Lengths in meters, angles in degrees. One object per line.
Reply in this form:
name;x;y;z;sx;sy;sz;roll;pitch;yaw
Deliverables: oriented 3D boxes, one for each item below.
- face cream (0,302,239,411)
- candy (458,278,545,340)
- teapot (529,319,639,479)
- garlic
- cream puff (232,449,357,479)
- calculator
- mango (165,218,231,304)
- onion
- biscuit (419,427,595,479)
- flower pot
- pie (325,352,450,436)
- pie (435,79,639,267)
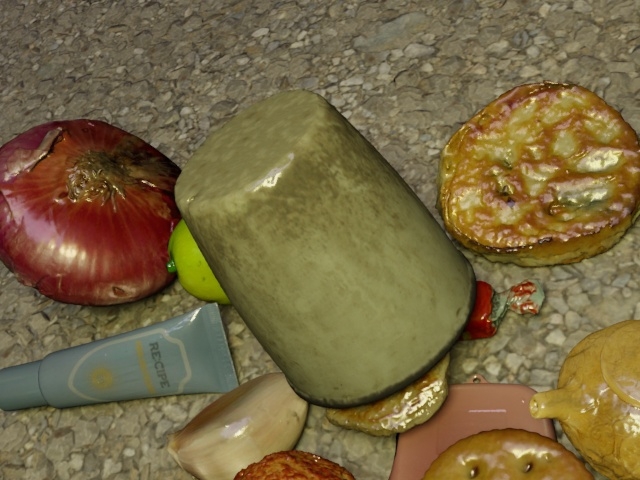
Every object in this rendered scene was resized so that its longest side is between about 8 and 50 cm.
face cream;-0.314;0.194;1.344;0.385;0.086;0.135;-12;97;15
candy;0.164;0.101;1.238;0.292;0.059;0.086;-9;55;17
teapot;0.387;0.164;1.015;0.311;0.167;0.203;-14;47;-4
garlic;-0.081;0.240;1.227;0.266;0.128;0.148;-30;61;-14
cream puff;-0.004;0.352;1.025;0.164;0.240;0.240;-14;48;-15
calculator;0.183;0.307;1.088;0.220;0.048;0.330;-6;51;20
mango;-0.075;-0.028;1.364;0.192;0.156;0.343;35;60;28
onion;-0.377;-0.023;1.442;0.347;0.285;0.347;17;42;-15
biscuit;0.211;0.316;0.993;0.220;0.066;0.220;-12;48;13
flower pot;0.000;0.000;1.120;0.293;0.330;0.293;-25;33;17
pie;0.086;0.189;1.168;0.193;0.079;0.163;-11;36;37
pie;0.323;-0.090;1.299;0.315;0.092;0.315;-9;58;14
